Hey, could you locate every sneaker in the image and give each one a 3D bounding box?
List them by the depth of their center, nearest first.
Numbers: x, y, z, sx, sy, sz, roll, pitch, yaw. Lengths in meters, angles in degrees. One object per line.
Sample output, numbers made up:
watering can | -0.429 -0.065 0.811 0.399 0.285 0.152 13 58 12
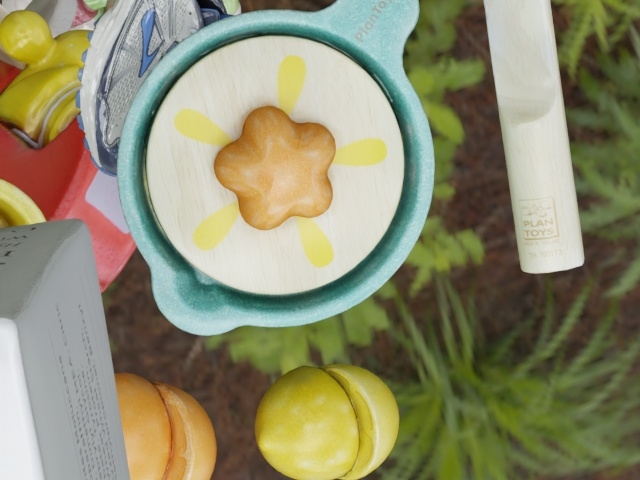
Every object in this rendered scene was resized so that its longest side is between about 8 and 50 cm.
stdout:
sneaker | -0.070 -0.090 0.834 0.058 0.052 0.135 16 102 12

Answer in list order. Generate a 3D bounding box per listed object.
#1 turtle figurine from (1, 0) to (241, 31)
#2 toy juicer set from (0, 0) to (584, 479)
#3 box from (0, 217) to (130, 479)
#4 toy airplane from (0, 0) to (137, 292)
turtle figurine | -0.151 -0.195 1.771 0.266 0.198 0.275 -10 119 30
toy juicer set | 0.000 0.000 0.803 0.329 0.089 0.209 -30 100 -2
box | -0.140 0.101 0.486 0.181 0.119 0.182 -7 103 1
toy airplane | -0.185 -0.117 1.409 0.272 0.384 0.386 -40 164 12
